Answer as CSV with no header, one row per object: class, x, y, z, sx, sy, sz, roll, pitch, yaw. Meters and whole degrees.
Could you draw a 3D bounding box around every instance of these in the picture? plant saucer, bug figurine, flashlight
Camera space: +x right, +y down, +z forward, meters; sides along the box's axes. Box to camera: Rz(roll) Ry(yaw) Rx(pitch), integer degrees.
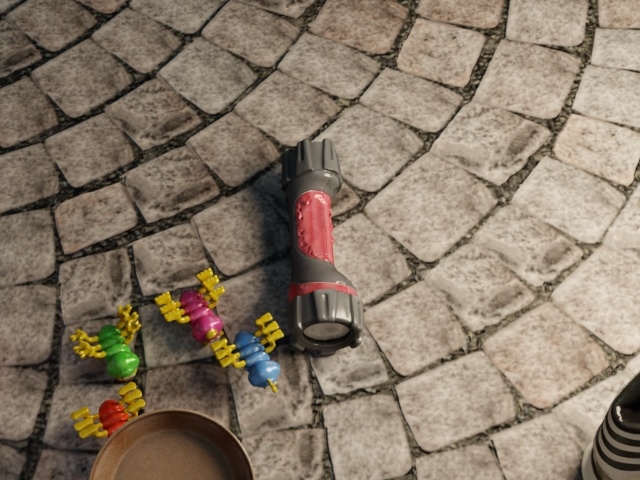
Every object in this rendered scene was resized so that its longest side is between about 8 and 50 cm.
plant saucer,-0.176,0.300,1.419,0.199,0.036,0.198,1,82,-4
bug figurine,-0.188,0.158,1.525,0.279,0.072,0.216,-26,52,-7
flashlight,0.000,0.000,1.597,0.103,0.103,0.304,-4,57,3

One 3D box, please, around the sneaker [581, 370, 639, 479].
sneaker,0.528,0.191,1.340,0.448,0.257,0.169,-12,57,-4
